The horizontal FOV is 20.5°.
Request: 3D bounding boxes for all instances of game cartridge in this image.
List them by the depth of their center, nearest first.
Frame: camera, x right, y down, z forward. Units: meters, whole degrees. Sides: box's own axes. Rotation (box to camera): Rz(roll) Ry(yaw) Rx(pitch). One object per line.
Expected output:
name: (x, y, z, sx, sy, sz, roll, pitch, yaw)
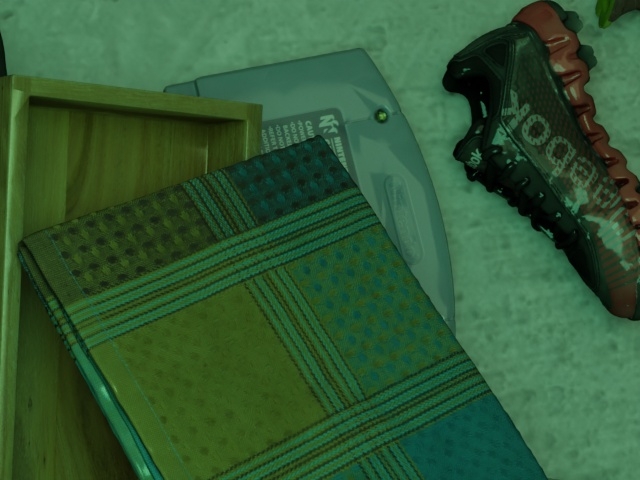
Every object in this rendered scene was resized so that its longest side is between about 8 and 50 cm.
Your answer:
game cartridge: (0.000, 0.000, 1.412, 0.196, 0.060, 0.294, -12, 80, -8)

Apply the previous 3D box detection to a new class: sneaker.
sneaker: (0.183, -0.053, 1.430, 0.135, 0.097, 0.276, -20, 79, -13)

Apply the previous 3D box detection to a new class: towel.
towel: (-0.011, 0.112, 1.208, 0.271, 0.040, 0.370, -20, 68, -33)

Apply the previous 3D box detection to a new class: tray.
tray: (-0.153, 0.098, 1.282, 0.203, 0.076, 0.411, 4, 87, -34)

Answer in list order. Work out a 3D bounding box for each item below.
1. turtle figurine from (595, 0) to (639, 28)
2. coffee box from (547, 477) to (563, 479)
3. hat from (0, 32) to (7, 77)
turtle figurine: (0.346, -0.207, 1.496, 0.217, 0.087, 0.269, 7, 77, -8)
coffee box: (0.133, 0.261, 1.300, 0.297, 0.168, 0.119, 10, 119, -8)
hat: (-0.395, -0.088, 1.329, 0.331, 0.134, 0.331, 1, 71, -3)
